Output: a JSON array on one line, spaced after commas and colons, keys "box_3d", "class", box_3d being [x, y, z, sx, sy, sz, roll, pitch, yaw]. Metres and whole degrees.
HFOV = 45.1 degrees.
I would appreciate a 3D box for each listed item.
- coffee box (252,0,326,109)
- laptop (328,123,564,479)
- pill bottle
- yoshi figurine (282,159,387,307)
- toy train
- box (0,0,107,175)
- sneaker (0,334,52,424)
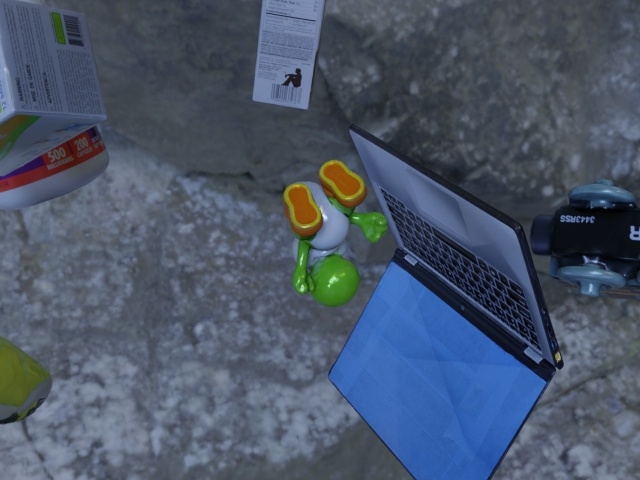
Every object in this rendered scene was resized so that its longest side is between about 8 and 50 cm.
[{"box_3d": [-0.052, -0.429, 1.493, 0.119, 0.168, 0.297, 9, 121, -1], "class": "coffee box"}, {"box_3d": [0.121, 0.110, 1.102, 0.236, 0.382, 0.408, -35, 128, -11], "class": "laptop"}, {"box_3d": [-0.440, -0.217, 1.088, 0.181, 0.181, 0.323, -22, 109, -7], "class": "pill bottle"}, {"box_3d": [0.022, 0.016, 1.536, 0.203, 0.203, 0.362, 11, 154, 6], "class": "yoshi figurine"}, {"box_3d": [0.421, 0.013, 0.895, 0.334, 0.142, 0.190, 3, 167, 31], "class": "toy train"}, {"box_3d": [-0.325, -0.144, 0.775, 0.203, 0.114, 0.103, -17, 174, 37], "class": "box"}, {"box_3d": [-0.398, 0.053, 0.720, 0.384, 0.145, 0.147, 43, 73, -40], "class": "sneaker"}]
